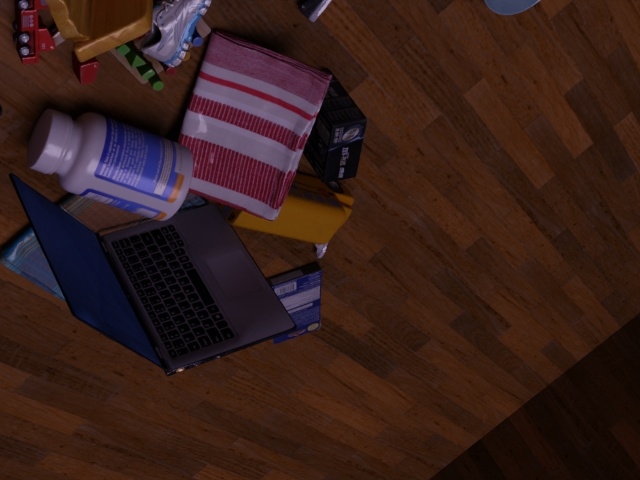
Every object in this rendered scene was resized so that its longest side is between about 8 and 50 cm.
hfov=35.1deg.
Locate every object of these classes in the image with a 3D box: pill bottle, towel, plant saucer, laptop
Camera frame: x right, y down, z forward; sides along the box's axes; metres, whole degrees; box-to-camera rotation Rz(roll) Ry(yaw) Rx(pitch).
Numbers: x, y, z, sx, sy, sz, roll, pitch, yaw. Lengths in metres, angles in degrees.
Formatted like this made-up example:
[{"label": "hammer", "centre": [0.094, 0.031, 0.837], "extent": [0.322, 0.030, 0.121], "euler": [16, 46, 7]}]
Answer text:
[{"label": "pill bottle", "centre": [-0.382, -0.143, 1.837], "extent": [0.272, 0.152, 0.152], "euler": [20, 119, -31]}, {"label": "towel", "centre": [-0.142, -0.209, 1.920], "extent": [0.237, 0.037, 0.329], "euler": [20, 117, -5]}, {"label": "plant saucer", "centre": [0.405, -0.554, 2.062], "extent": [0.195, 0.037, 0.195], "euler": [-20, 140, -18]}, {"label": "laptop", "centre": [-0.301, 0.025, 1.848], "extent": [0.408, 0.382, 0.236], "euler": [-17, 139, -22]}, {"label": "towel", "centre": [-0.429, -0.018, 2.047], "extent": [0.370, 0.040, 0.271], "euler": [-37, 143, 5]}]

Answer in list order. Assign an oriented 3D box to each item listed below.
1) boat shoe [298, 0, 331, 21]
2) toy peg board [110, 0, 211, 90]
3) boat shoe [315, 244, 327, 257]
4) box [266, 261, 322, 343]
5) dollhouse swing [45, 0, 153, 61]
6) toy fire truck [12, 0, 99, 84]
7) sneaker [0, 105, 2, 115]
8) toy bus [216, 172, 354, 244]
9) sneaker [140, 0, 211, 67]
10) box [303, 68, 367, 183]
[{"label": "boat shoe", "centre": [0.015, -0.469, 1.870], "extent": [0.040, 0.049, 0.142], "euler": [37, 103, -11]}, {"label": "toy peg board", "centre": [-0.282, -0.351, 1.759], "extent": [0.161, 0.079, 0.161], "euler": [-37, 143, 5]}, {"label": "boat shoe", "centre": [0.000, 0.000, 2.379], "extent": [0.035, 0.035, 0.100], "euler": [13, 132, -10]}, {"label": "box", "centre": [-0.064, 0.158, 2.495], "extent": [0.136, 0.036, 0.225], "euler": [-18, 138, -18]}, {"label": "dollhouse swing", "centre": [-0.256, -0.500, 1.467], "extent": [0.305, 0.315, 0.347], "euler": [-9, 140, 2]}, {"label": "toy fire truck", "centre": [-0.438, -0.346, 1.679], "extent": [0.135, 0.047, 0.192], "euler": [-12, 136, -26]}, {"label": "sneaker", "centre": [-0.652, -0.178, 1.683], "extent": [0.234, 0.078, 0.106], "euler": [-7, 132, -33]}, {"label": "toy bus", "centre": [-0.062, -0.077, 2.167], "extent": [0.333, 0.130, 0.108], "euler": [13, 123, -43]}, {"label": "sneaker", "centre": [-0.242, -0.383, 1.678], "extent": [0.083, 0.071, 0.190], "euler": [11, 110, -42]}, {"label": "box", "centre": [0.011, -0.229, 2.016], "extent": [0.077, 0.180, 0.147], "euler": [-13, 137, -23]}]
